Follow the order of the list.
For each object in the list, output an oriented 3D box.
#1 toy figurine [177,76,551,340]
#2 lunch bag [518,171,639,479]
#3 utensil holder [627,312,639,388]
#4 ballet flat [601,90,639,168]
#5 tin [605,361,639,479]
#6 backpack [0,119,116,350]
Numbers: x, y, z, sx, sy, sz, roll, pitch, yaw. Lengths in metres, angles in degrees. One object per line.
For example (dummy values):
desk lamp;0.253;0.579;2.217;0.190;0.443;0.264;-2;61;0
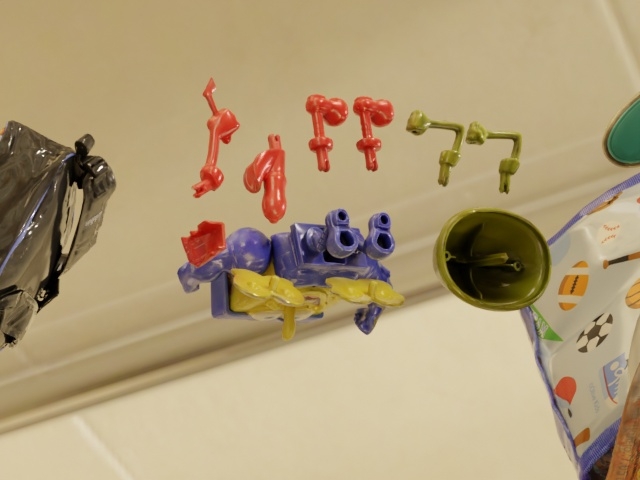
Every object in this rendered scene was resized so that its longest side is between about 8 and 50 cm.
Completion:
toy figurine;0.000;0.000;1.252;0.362;0.217;0.191;3;69;-34
lunch bag;0.398;0.081;1.354;0.328;0.385;0.239;-99;167;-55
utensil holder;0.353;-0.057;0.691;0.327;0.327;0.385;-71;169;-59
ballet flat;0.437;-0.173;1.653;0.086;0.248;0.086;50;7;-9
tin;0.161;0.067;0.574;0.040;0.106;0.190;28;38;3
backpack;-0.401;0.007;1.698;0.276;0.213;0.263;-58;170;-26
